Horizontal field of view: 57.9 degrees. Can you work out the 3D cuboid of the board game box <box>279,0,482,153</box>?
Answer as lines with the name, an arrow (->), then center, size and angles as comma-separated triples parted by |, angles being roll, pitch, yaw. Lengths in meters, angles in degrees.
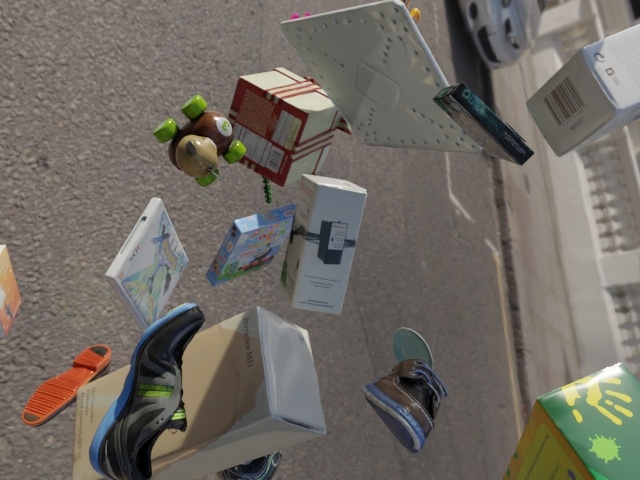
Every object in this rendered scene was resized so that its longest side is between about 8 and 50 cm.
board game box -> 0.138, -0.355, 1.282 | 0.050, 0.390, 0.390 | -53, 126, -15

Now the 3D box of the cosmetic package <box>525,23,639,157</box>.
cosmetic package -> 0.365, -0.188, 0.656 | 0.085, 0.231, 0.117 | 64, -15, 9

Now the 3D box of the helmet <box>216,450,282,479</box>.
helmet -> -0.201, 0.600, 1.568 | 0.161, 0.169, 0.169 | -44, 119, -27

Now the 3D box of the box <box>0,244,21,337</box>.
box -> -0.751, 0.115, 1.294 | 0.130, 0.091, 0.170 | -105, -165, -55

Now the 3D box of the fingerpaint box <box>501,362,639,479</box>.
fingerpaint box -> 0.455, 0.467, 0.868 | 0.444, 0.163, 0.371 | 84, -17, -46

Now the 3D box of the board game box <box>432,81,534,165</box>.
board game box -> 0.214, -0.160, 0.784 | 0.126, 0.026, 0.186 | 42, 12, -5

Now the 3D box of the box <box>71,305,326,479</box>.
box -> -0.161, 0.217, 0.743 | 0.121, 0.311, 0.148 | 39, 31, -49

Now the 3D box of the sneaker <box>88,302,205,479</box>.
sneaker -> -0.157, 0.151, 0.575 | 0.188, 0.078, 0.067 | -67, 166, -5

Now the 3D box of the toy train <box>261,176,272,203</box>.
toy train -> -0.144, -0.140, 1.576 | 0.024, 0.017, 0.083 | -2, 82, -68

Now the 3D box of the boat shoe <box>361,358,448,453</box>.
boat shoe -> 0.080, 0.144, 0.545 | 0.066, 0.066, 0.183 | 52, -6, 4

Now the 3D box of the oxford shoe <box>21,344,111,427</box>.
oxford shoe -> -0.608, 0.375, 1.424 | 0.271, 0.097, 0.098 | -47, 145, -54

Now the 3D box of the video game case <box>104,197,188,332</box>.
video game case -> -0.523, 0.083, 1.789 | 0.329, 0.036, 0.300 | 83, 22, -53

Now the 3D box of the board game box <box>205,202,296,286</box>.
board game box -> -0.150, 0.011, 1.273 | 0.160, 0.211, 0.039 | -20, 66, -38

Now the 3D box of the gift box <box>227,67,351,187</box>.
gift box -> -0.082, -0.296, 1.575 | 0.276, 0.255, 0.258 | 35, 32, 11

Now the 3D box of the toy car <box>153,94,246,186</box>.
toy car -> -0.233, -0.182, 1.155 | 0.155, 0.149, 0.188 | 49, 1, -27

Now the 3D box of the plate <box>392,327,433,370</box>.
plate -> 0.311, 0.375, 1.924 | 0.024, 0.188, 0.188 | -19, 94, -34

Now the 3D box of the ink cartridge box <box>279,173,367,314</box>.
ink cartridge box -> 0.000, 0.000, 0.975 | 0.153, 0.087, 0.208 | -135, -123, -74
